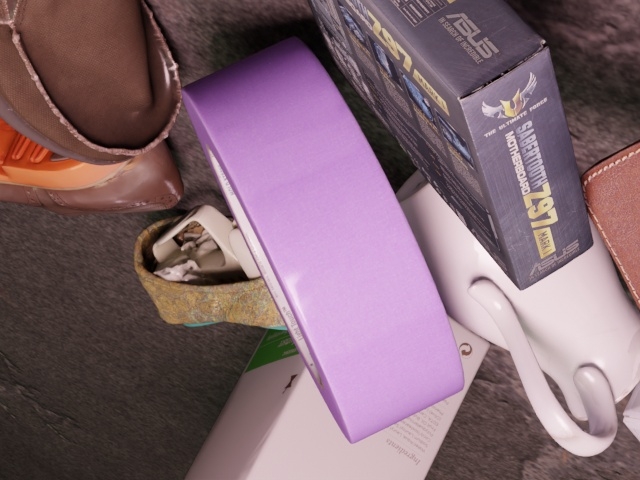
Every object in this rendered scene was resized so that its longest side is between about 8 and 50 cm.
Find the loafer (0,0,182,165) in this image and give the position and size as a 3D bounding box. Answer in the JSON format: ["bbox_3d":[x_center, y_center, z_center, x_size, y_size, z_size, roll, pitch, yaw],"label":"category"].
[{"bbox_3d":[-0.188,-0.177,1.082,0.130,0.134,0.366,13,152,35],"label":"loafer"}]

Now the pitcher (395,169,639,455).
[{"bbox_3d":[0.139,0.035,1.061,0.125,0.178,0.207,-38,99,29],"label":"pitcher"}]

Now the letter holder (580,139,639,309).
[{"bbox_3d":[0.308,-0.014,0.811,0.214,0.152,0.302,57,151,-9],"label":"letter holder"}]

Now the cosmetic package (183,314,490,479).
[{"bbox_3d":[-0.018,0.218,1.393,0.155,0.365,0.197,36,156,-13],"label":"cosmetic package"}]

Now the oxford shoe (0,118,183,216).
[{"bbox_3d":[-0.283,-0.074,1.421,0.363,0.130,0.133,11,157,38],"label":"oxford shoe"}]

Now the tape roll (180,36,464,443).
[{"bbox_3d":[0.000,0.000,1.093,0.275,0.090,0.275,63,176,8],"label":"tape roll"}]

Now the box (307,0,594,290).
[{"bbox_3d":[0.060,-0.106,0.896,0.233,0.059,0.183,53,174,37],"label":"box"}]

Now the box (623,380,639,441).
[{"bbox_3d":[0.386,0.164,1.113,0.231,0.127,0.262,2,144,47],"label":"box"}]

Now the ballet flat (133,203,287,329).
[{"bbox_3d":[-0.056,0.014,1.360,0.123,0.123,0.348,42,154,-26],"label":"ballet flat"}]
